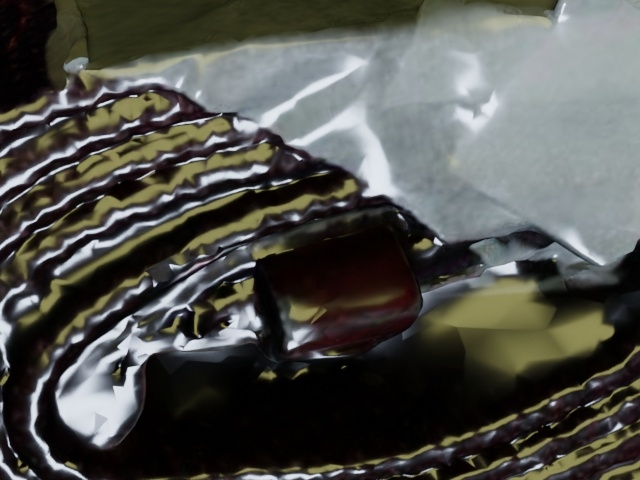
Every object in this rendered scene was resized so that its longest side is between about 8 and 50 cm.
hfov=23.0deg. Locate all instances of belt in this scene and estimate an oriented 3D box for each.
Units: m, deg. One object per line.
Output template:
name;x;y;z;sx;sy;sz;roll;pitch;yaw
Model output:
belt;0.000;0.000;0.453;0.289;0.164;0.184;-10;111;-9
